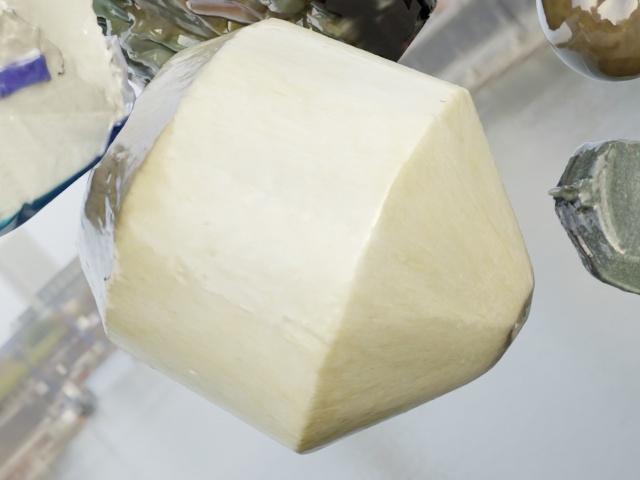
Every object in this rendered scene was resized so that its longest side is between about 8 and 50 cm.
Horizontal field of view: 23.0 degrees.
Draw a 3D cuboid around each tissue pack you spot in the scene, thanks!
[{"bbox_3d":[-0.237,-0.038,0.722,0.270,0.137,0.209,-16,14,48],"label":"tissue pack"}]

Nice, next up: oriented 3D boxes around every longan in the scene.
[{"bbox_3d":[0.205,-0.162,1.103,0.092,0.113,0.113,-63,11,-20],"label":"longan"}]

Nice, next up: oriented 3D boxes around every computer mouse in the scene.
[{"bbox_3d":[0.259,-0.009,1.141,0.068,0.229,0.113,125,149,-59],"label":"computer mouse"}]

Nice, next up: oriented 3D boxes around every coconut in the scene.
[{"bbox_3d":[0.000,0.000,0.793,0.202,0.222,0.202,-58,-14,-24],"label":"coconut"}]

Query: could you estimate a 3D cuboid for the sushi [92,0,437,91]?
[{"bbox_3d":[-0.052,-0.256,1.137,0.328,0.329,0.285,133,160,-72],"label":"sushi"}]
